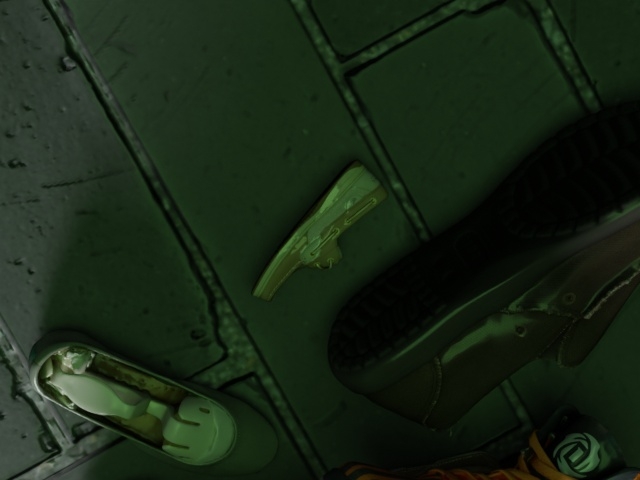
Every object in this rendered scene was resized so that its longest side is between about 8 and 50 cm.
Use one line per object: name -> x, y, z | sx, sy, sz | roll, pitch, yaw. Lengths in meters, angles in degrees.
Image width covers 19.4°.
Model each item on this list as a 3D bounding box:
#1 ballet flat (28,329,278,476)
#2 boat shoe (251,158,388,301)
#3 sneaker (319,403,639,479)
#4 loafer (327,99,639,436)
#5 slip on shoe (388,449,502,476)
ballet flat -> -0.133, 0.137, 1.472 | 0.213, 0.068, 0.072 | 25, 97, -7
boat shoe -> 0.000, 0.000, 1.467 | 0.045, 0.050, 0.135 | 40, 95, -3
sneaker -> 0.132, 0.189, 1.413 | 0.180, 0.124, 0.321 | -47, 143, 7
loafer -> 0.181, 0.022, 1.457 | 0.366, 0.134, 0.130 | -33, 123, 12
slip on shoe -> 0.083, 0.208, 1.510 | 0.135, 0.041, 0.051 | -16, 100, -1
